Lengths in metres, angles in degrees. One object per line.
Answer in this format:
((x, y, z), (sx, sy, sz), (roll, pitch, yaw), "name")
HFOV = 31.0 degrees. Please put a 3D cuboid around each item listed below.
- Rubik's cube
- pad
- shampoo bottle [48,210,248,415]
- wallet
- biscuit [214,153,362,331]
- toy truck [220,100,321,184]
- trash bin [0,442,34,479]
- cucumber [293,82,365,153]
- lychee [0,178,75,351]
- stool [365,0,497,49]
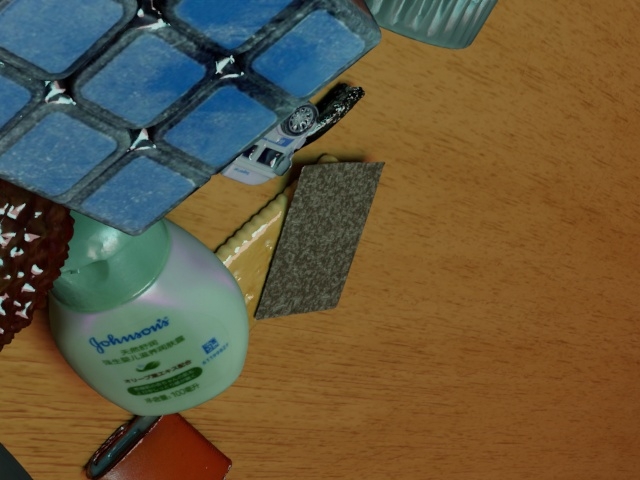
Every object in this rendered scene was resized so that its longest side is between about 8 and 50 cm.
((-0.186, -0.233, 0.949), (0.301, 0.303, 0.305), (-36, 145, 18), "Rubik's cube")
((0.000, 0.000, 1.566), (0.158, 0.003, 0.234), (-5, 122, -44), "pad")
((-0.217, 0.050, 1.297), (0.222, 0.151, 0.349), (-16, 138, 7), "shampoo bottle")
((-0.219, 0.314, 1.595), (0.142, 0.045, 0.204), (-45, 140, -8), "wallet")
((-0.047, 0.010, 1.555), (0.250, 0.030, 0.160), (-42, 140, -15), "biscuit")
((-0.138, -0.143, 1.277), (0.268, 0.124, 0.155), (18, 111, -48), "toy truck")
((-0.412, 0.185, 1.154), (0.115, 0.225, 0.165), (-41, 140, -16), "trash bin")
((0.001, -0.153, 1.481), (0.135, 0.034, 0.033), (-47, 146, -9), "cucumber")
((-0.354, -0.017, 1.054), (0.264, 0.300, 0.264), (-2, 152, -1), "lychee")
((0.118, -0.401, 1.217), (0.297, 0.297, 0.330), (1, 120, -46), "stool")
